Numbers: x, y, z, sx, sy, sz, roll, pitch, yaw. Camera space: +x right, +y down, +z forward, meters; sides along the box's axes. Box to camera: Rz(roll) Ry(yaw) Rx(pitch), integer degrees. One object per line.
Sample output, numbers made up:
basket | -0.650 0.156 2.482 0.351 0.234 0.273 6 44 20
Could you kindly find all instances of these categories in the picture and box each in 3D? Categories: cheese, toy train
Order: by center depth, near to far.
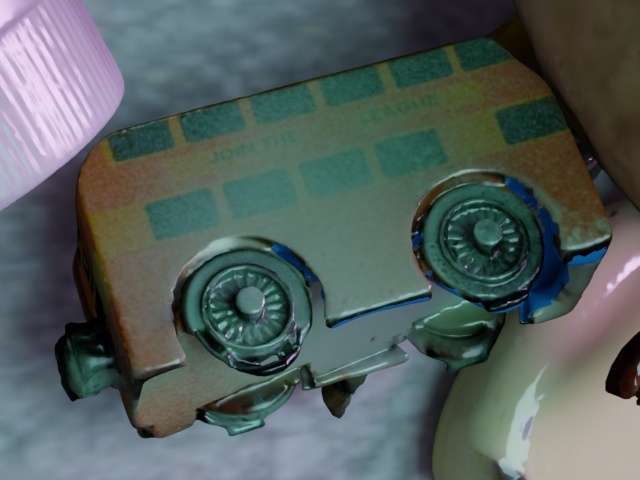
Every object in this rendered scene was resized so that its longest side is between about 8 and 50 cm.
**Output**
toy train | 0.000 0.000 0.634 0.188 0.072 0.099 -15 71 -12
cheese | 0.140 0.012 0.784 0.127 0.050 0.255 36 73 -29

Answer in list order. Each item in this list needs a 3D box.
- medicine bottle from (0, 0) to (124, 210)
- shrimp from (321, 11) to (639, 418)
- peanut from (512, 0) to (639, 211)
medicine bottle | -0.166 -0.118 0.519 0.133 0.133 0.250 -38 113 -26
shrimp | 0.110 -0.010 0.722 0.173 0.058 0.253 37 69 9
peanut | 0.134 -0.168 0.652 0.169 0.192 0.387 -12 83 -15
